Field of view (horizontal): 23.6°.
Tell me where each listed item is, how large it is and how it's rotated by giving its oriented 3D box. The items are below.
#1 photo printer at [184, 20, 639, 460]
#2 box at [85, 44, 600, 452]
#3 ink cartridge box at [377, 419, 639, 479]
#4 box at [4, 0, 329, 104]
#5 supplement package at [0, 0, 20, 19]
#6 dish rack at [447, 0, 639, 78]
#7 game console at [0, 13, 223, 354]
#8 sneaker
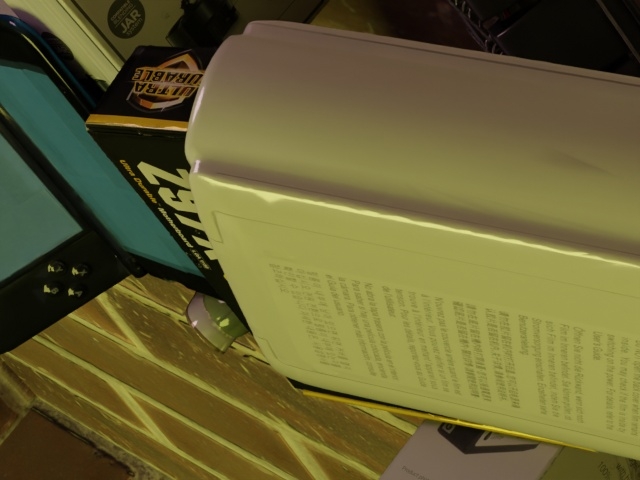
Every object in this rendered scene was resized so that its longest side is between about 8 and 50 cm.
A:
[{"bbox_3d":[0.109,0.014,0.743,0.307,0.107,0.256,11,155,17],"label":"photo printer"},{"bbox_3d":[0.032,0.007,1.001,0.257,0.079,0.322,9,148,36],"label":"box"},{"bbox_3d":[0.181,0.190,1.155,0.129,0.307,0.223,21,155,47],"label":"ink cartridge box"},{"bbox_3d":[-0.142,-0.215,1.037,0.087,0.169,0.290,13,147,53],"label":"box"},{"bbox_3d":[-0.218,-0.117,1.358,0.149,0.194,0.203,13,148,53],"label":"supplement package"},{"bbox_3d":[0.089,-0.152,0.836,0.208,0.074,0.271,51,-174,-17],"label":"dish rack"},{"bbox_3d":[-0.243,-0.026,1.173,0.293,0.250,0.173,53,-171,-31],"label":"game console"},{"bbox_3d":[-0.063,0.019,1.287,0.064,0.086,0.192,44,-164,-20],"label":"sneaker"}]
